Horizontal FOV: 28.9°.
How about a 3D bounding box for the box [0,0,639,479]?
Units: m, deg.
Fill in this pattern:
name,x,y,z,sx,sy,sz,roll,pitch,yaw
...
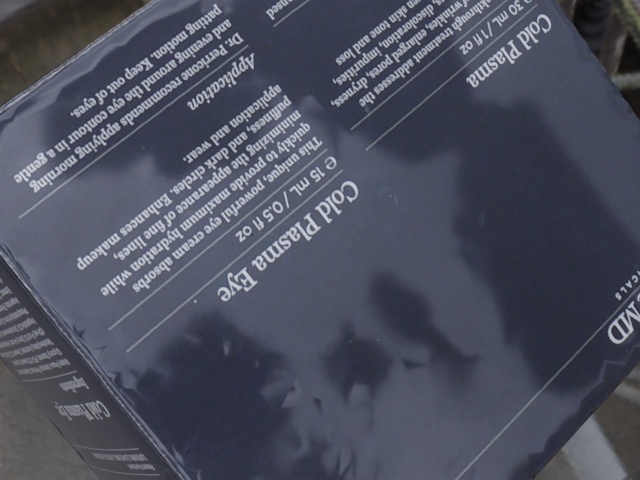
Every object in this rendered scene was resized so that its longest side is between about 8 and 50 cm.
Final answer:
name,x,y,z,sx,sy,sz,roll,pitch,yaw
box,0.000,0.000,0.701,0.343,0.179,0.312,-40,98,-24
